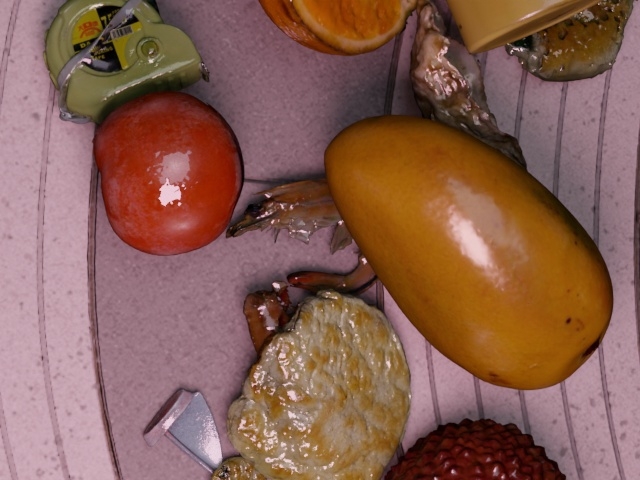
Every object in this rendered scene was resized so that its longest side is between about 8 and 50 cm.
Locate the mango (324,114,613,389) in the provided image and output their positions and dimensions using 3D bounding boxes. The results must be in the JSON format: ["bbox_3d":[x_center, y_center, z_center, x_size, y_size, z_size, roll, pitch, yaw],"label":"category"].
[{"bbox_3d":[0.191,0.008,1.640,0.446,0.300,0.232,45,69,-10],"label":"mango"}]

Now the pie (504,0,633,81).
[{"bbox_3d":[0.323,-0.409,1.849,0.296,0.078,0.371,-44,94,-16],"label":"pie"}]

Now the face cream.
[{"bbox_3d":[0.263,-0.373,1.679,0.218,0.218,0.179,-23,90,-16],"label":"face cream"}]

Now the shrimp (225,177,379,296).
[{"bbox_3d":[0.000,0.000,1.729,0.253,0.058,0.173,-15,96,-19],"label":"shrimp"}]

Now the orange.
[{"bbox_3d":[0.029,-0.390,1.683,0.274,0.274,0.310,15,39,-12],"label":"orange"}]

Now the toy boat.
[{"bbox_3d":[-0.163,0.262,1.668,0.122,0.034,0.096,42,81,-16],"label":"toy boat"}]

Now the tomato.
[{"bbox_3d":[-0.189,-0.086,1.608,0.184,0.208,0.208,-14,87,-7],"label":"tomato"}]

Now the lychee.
[{"bbox_3d":[0.195,0.375,1.623,0.264,0.264,0.300,31,75,-9],"label":"lychee"}]

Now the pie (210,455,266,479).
[{"bbox_3d":[-0.108,0.325,1.668,0.085,0.017,0.085,1,88,-33],"label":"pie"}]

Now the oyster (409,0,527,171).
[{"bbox_3d":[0.198,-0.160,1.731,0.110,0.166,0.341,-23,119,7],"label":"oyster"}]

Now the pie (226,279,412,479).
[{"bbox_3d":[0.007,0.201,1.680,0.257,0.105,0.274,11,81,-22],"label":"pie"}]

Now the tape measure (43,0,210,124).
[{"bbox_3d":[-0.272,-0.244,1.657,0.200,0.106,0.175,-27,79,-6],"label":"tape measure"}]
